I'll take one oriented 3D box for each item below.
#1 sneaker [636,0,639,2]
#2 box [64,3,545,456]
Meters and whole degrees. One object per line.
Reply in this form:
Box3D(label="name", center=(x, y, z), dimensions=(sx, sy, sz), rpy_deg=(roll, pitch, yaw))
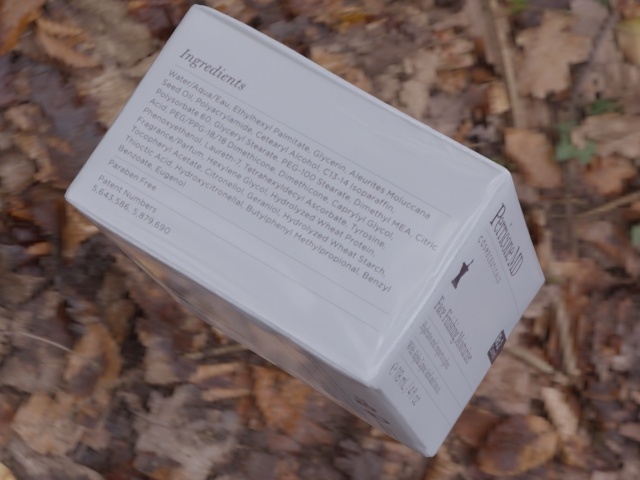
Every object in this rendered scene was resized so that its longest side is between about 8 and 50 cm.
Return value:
Box3D(label="sneaker", center=(0.102, -0.056, 0.368), dimensions=(0.262, 0.121, 0.099), rpy_deg=(11, 45, 1))
Box3D(label="box", center=(0.000, 0.000, 0.874), dimensions=(0.182, 0.181, 0.119), rpy_deg=(30, 82, 20))
